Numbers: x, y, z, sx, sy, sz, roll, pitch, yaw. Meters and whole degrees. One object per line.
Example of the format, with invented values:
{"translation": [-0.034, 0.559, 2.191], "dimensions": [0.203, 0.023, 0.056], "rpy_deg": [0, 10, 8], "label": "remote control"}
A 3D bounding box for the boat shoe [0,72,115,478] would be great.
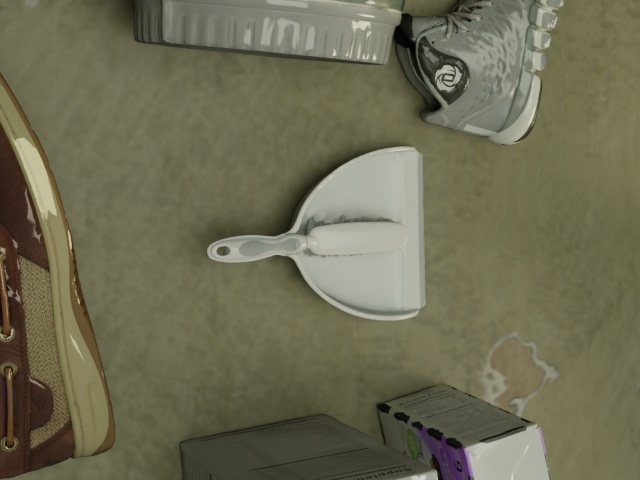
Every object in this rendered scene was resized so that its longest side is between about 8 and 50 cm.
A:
{"translation": [-0.259, 0.022, 1.531], "dimensions": [0.123, 0.123, 0.342], "rpy_deg": [-18, 108, -19], "label": "boat shoe"}

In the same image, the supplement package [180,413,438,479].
{"translation": [-0.008, 0.233, 1.573], "dimensions": [0.139, 0.244, 0.134], "rpy_deg": [-9, 99, -18], "label": "supplement package"}

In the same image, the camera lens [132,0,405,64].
{"translation": [-0.033, -0.279, 1.524], "dimensions": [0.219, 0.219, 0.274], "rpy_deg": [3, 94, -20], "label": "camera lens"}

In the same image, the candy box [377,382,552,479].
{"translation": [0.127, 0.219, 1.646], "dimensions": [0.070, 0.196, 0.165], "rpy_deg": [-16, 100, -17], "label": "candy box"}

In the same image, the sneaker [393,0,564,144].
{"translation": [0.129, -0.199, 1.665], "dimensions": [0.132, 0.086, 0.228], "rpy_deg": [7, 94, -18], "label": "sneaker"}

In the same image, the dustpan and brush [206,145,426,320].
{"translation": [0.000, 0.000, 1.650], "dimensions": [0.211, 0.060, 0.147], "rpy_deg": [-4, 97, -20], "label": "dustpan and brush"}
